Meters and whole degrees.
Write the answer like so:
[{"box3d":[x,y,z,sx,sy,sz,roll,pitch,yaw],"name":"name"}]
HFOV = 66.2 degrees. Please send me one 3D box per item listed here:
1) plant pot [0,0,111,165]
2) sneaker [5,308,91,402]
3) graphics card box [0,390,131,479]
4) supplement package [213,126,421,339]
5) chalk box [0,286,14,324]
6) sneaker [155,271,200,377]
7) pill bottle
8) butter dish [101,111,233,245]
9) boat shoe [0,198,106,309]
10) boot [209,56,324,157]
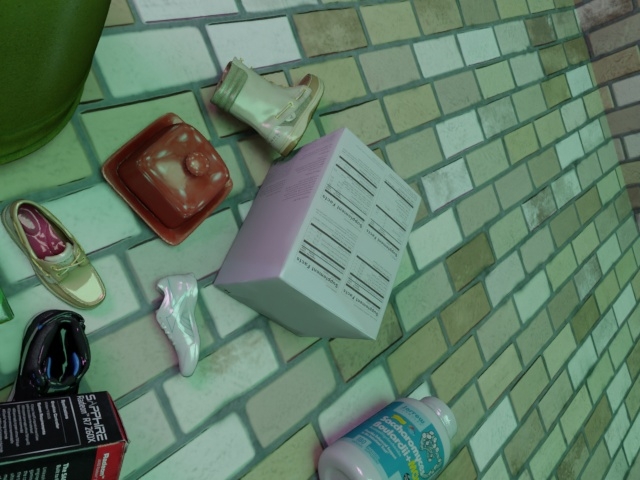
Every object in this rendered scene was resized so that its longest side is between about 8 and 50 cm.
[{"box3d":[-0.344,-0.295,0.444,0.366,0.353,0.367,17,65,-40],"name":"plant pot"},{"box3d":[-0.321,0.189,0.572,0.079,0.121,0.217,6,80,-37],"name":"sneaker"},{"box3d":[-0.397,0.277,0.457,0.370,0.094,0.233,4,113,-38],"name":"graphics card box"},{"box3d":[0.000,0.000,0.803,0.198,0.199,0.263,36,62,-28],"name":"supplement package"},{"box3d":[-0.433,0.010,0.500,0.132,0.132,0.213,-25,102,-37],"name":"chalk box"},{"box3d":[-0.211,0.124,0.719,0.061,0.053,0.152,-1,78,-29],"name":"sneaker"},{"box3d":[0.134,0.382,0.888,0.264,0.146,0.146,-19,95,-39],"name":"pill bottle"},{"box3d":[-0.199,-0.100,0.713,0.160,0.118,0.160,51,57,-20],"name":"butter dish"},{"box3d":[-0.336,0.020,0.625,0.063,0.059,0.170,-47,112,-33],"name":"boat shoe"},{"box3d":[-0.088,-0.259,0.850,0.165,0.077,0.213,32,48,-16],"name":"boot"}]
